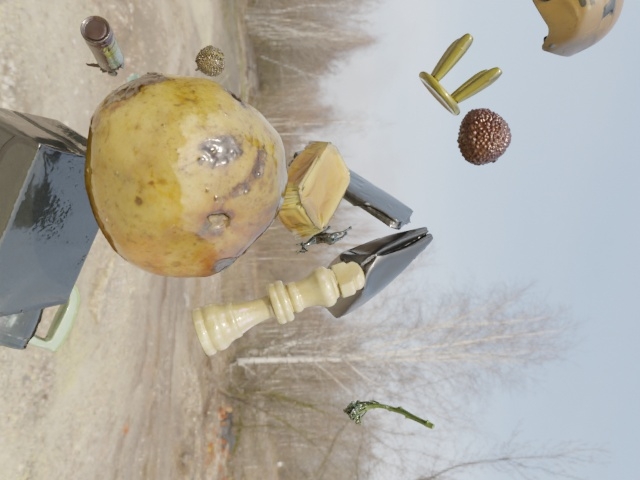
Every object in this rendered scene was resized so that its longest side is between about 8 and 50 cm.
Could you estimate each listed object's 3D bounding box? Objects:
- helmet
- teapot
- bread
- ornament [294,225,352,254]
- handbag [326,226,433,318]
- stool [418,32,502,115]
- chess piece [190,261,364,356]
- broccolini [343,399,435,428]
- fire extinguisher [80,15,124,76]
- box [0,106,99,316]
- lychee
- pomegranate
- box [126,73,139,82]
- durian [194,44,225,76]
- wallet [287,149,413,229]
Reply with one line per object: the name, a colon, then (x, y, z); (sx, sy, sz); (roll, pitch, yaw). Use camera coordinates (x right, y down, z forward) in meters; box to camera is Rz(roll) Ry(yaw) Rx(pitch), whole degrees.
helmet: (0.465, -0.449, 0.920); (0.198, 0.130, 0.224); (-40, 121, -45)
teapot: (-0.801, 0.162, 1.370); (0.239, 0.321, 0.239); (-6, -126, 62)
bread: (-0.022, -0.123, 1.219); (0.136, 0.107, 0.241); (59, 38, -32)
ornament: (0.000, 0.000, 1.053); (0.073, 0.125, 0.028); (3, -67, 50)
handbag: (0.156, 0.072, 1.460); (0.152, 0.288, 0.342); (60, -23, 12)
stool: (0.263, -0.314, 0.985); (0.135, 0.110, 0.134); (31, 20, -51)
chess piece: (-0.087, 0.143, 1.184); (0.117, 0.397, 0.117); (161, -90, -85)
broccolini: (0.147, 0.368, 1.108); (0.054, 0.194, 0.052); (74, 22, -47)
fire extinguisher: (-0.596, -0.520, 1.410); (0.075, 0.106, 0.252); (-64, -174, -10)
box: (-0.569, -0.056, 0.963); (0.345, 0.204, 0.251); (-61, 169, 9)
lychee: (0.371, -0.239, 1.185); (0.129, 0.123, 0.123); (57, -12, 10)
pomegranate: (-0.187, -0.089, 0.715); (0.281, 0.281, 0.281); (178, -90, -85)
box: (-0.490, -0.364, 1.520); (0.229, 0.041, 0.162); (65, -7, -35)
durian: (-0.286, -0.458, 1.331); (0.080, 0.091, 0.080); (52, 19, -27)
wallet: (0.094, -0.151, 1.471); (0.051, 0.377, 0.197); (-61, 170, 25)
